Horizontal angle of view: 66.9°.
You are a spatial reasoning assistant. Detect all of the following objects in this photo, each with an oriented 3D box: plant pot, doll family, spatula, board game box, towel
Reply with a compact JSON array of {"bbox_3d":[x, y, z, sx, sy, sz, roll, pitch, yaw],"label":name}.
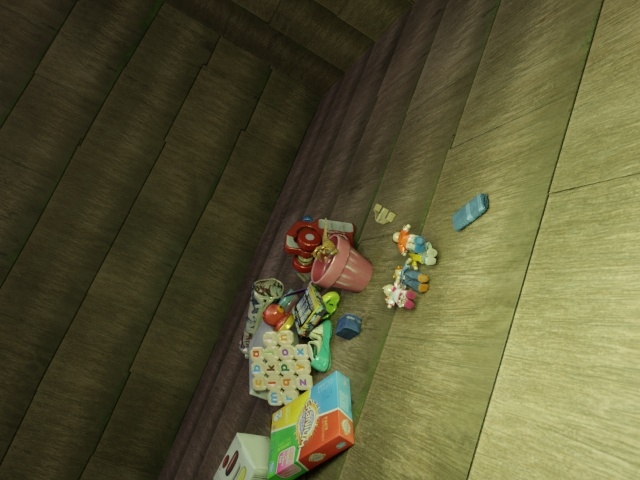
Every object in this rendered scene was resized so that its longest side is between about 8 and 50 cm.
[{"bbox_3d":[0.089,0.104,1.814,0.201,0.180,0.201,-53,20,29],"label":"plant pot"},{"bbox_3d":[0.274,0.084,1.469,0.163,0.118,0.263,-155,73,-67],"label":"doll family"},{"bbox_3d":[-0.024,0.169,2.025,0.296,0.030,0.084,-30,-5,-31],"label":"spatula"},{"bbox_3d":[-0.034,0.597,1.545,0.316,0.064,0.242,-40,25,22],"label":"board game box"},{"bbox_3d":[-0.047,0.272,1.894,0.141,0.048,0.170,-54,24,14],"label":"board game box"},{"bbox_3d":[0.421,-0.077,1.360,0.119,0.029,0.067,-45,25,44],"label":"towel"}]

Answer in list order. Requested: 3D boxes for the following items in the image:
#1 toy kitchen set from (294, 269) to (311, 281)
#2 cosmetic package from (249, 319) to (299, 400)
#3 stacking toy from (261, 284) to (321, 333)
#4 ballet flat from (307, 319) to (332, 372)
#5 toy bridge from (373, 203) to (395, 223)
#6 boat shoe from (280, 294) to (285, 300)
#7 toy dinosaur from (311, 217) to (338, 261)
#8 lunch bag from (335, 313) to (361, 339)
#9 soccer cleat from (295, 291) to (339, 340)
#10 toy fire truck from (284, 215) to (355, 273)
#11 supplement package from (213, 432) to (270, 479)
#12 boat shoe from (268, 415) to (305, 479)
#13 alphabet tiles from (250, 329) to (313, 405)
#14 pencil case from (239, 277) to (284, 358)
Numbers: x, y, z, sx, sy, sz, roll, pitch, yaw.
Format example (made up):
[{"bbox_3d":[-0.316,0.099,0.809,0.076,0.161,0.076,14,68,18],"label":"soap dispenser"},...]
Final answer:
[{"bbox_3d":[-0.030,0.081,2.279,0.207,0.122,0.166,-24,22,44],"label":"toy kitchen set"},{"bbox_3d":[-0.206,0.508,2.147,0.217,0.156,0.385,-59,19,15],"label":"cosmetic package"},{"bbox_3d":[-0.126,0.255,2.136,0.280,0.130,0.309,-50,3,13],"label":"stacking toy"},{"bbox_3d":[-0.004,0.384,1.842,0.083,0.087,0.247,-53,20,33],"label":"ballet flat"},{"bbox_3d":[0.243,-0.099,1.914,0.063,0.026,0.188,-63,17,8],"label":"toy bridge"},{"bbox_3d":[-0.220,0.345,2.516,0.258,0.095,0.084,-33,31,61],"label":"boat shoe"},{"bbox_3d":[0.022,0.018,1.755,0.112,0.064,0.211,-41,31,9],"label":"toy dinosaur"},{"bbox_3d":[0.100,0.297,1.697,0.098,0.067,0.065,-43,27,47],"label":"lunch bag"},{"bbox_3d":[-0.022,0.292,1.994,0.289,0.093,0.121,-56,37,33],"label":"soccer cleat"},{"bbox_3d":[0.000,0.000,2.053,0.254,0.301,0.169,-90,9,-48],"label":"toy fire truck"},{"bbox_3d":[-0.253,0.841,1.734,0.194,0.149,0.203,33,97,55],"label":"supplement package"},{"bbox_3d":[-0.115,0.739,1.663,0.302,0.109,0.098,-120,21,-57],"label":"boat shoe"},{"bbox_3d":[-0.154,0.498,1.896,0.277,0.021,0.284,-11,80,27],"label":"alphabet tiles"},{"bbox_3d":[-0.299,0.393,2.411,0.183,0.159,0.411,-50,-22,-62],"label":"pencil case"}]
